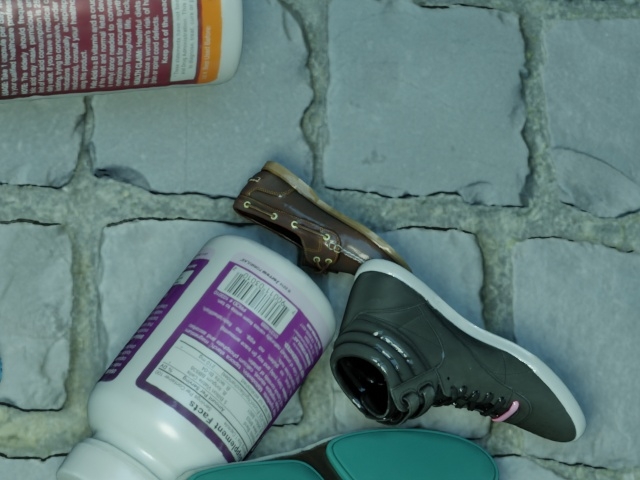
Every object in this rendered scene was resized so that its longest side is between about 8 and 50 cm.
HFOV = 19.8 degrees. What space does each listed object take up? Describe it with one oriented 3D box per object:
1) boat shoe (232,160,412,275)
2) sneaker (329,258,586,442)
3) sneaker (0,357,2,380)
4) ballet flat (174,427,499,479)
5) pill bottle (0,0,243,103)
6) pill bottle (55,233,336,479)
[{"bbox_3d":[0.000,0.000,1.994,0.207,0.073,0.073,34,68,12],"label":"boat shoe"},{"bbox_3d":[0.133,0.159,1.914,0.295,0.104,0.147,35,55,-4],"label":"sneaker"},{"bbox_3d":[-0.436,0.114,1.862,0.228,0.092,0.087,16,63,-25],"label":"sneaker"},{"bbox_3d":[0.002,0.275,1.839,0.400,0.139,0.139,-4,67,-38],"label":"ballet flat"},{"bbox_3d":[-0.293,-0.263,1.959,0.392,0.224,0.224,-6,70,-13],"label":"pill bottle"},{"bbox_3d":[-0.129,0.155,1.855,0.169,0.169,0.301,35,67,4],"label":"pill bottle"}]
